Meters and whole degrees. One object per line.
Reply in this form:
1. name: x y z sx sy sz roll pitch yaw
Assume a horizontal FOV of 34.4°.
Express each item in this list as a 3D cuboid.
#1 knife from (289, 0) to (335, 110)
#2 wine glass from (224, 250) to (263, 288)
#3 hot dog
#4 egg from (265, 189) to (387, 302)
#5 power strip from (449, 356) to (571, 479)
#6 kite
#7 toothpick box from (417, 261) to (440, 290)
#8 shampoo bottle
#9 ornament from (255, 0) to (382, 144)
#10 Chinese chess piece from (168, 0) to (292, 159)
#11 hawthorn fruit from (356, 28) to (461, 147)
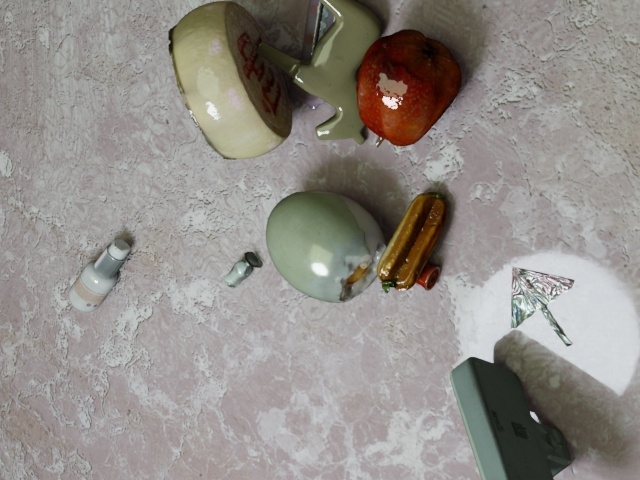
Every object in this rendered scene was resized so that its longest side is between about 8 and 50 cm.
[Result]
1. knife: 0.011 -0.415 1.749 0.132 0.038 0.399 21 112 32
2. wine glass: -0.148 0.059 1.964 0.083 0.042 0.039 -46 36 35
3. hot dog: 0.151 0.004 1.707 0.072 0.055 0.188 29 88 -9
4. egg: 0.000 0.000 1.762 0.217 0.183 0.183 40 119 26
5. power strip: 0.311 0.318 1.622 0.059 0.193 0.265 -46 38 30
6. kite: 0.353 0.105 1.654 0.139 0.011 0.157 -42 76 35
7. toothpick box: 0.156 0.048 1.749 0.083 0.047 0.047 25 114 28
8. shampoo bottle: -0.455 0.068 2.148 0.074 0.074 0.192 49 120 15
9. ornament: 0.016 -0.292 1.727 0.245 0.061 0.230 31 106 -13
10. Chinese chess piece: -0.149 -0.269 1.748 0.112 0.270 0.270 -20 89 17
11. hawthorn fruit: 0.132 -0.244 1.635 0.173 0.173 0.179 56 162 10
